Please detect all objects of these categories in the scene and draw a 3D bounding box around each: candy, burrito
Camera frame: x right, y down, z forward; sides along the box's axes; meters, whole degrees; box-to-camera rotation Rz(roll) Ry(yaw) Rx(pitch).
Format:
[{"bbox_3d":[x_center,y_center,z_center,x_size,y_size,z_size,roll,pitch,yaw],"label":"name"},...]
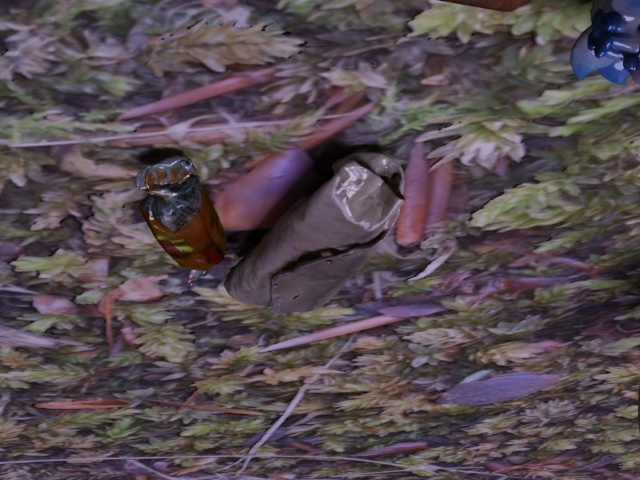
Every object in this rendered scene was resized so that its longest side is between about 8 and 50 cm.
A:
[{"bbox_3d":[-0.098,-0.009,1.115,0.053,0.046,0.182,-11,154,8],"label":"candy"},{"bbox_3d":[0.000,0.000,1.138,0.087,0.060,0.226,8,154,-18],"label":"burrito"}]

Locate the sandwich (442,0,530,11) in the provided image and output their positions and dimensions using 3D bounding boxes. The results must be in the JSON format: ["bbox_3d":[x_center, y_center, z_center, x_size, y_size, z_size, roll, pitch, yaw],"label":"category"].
[{"bbox_3d":[0.035,-0.180,0.676,0.220,0.108,0.186,-19,153,23],"label":"sandwich"}]

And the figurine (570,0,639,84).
[{"bbox_3d":[0.209,-0.125,0.878,0.114,0.079,0.114,-4,150,-2],"label":"figurine"}]

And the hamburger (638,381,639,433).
[{"bbox_3d":[0.417,0.145,1.296,0.179,0.294,0.276,34,146,-33],"label":"hamburger"}]
